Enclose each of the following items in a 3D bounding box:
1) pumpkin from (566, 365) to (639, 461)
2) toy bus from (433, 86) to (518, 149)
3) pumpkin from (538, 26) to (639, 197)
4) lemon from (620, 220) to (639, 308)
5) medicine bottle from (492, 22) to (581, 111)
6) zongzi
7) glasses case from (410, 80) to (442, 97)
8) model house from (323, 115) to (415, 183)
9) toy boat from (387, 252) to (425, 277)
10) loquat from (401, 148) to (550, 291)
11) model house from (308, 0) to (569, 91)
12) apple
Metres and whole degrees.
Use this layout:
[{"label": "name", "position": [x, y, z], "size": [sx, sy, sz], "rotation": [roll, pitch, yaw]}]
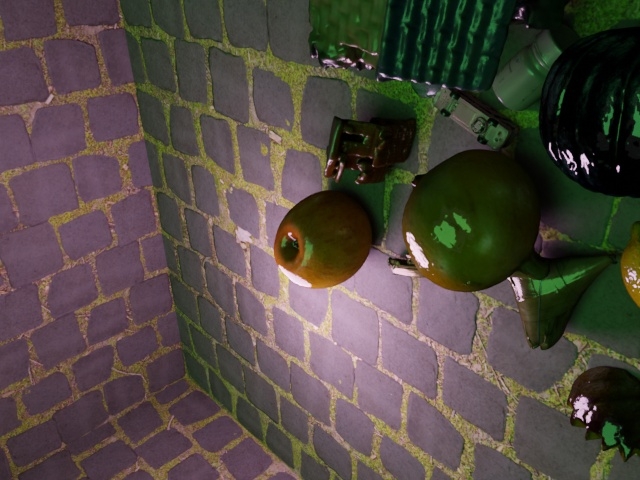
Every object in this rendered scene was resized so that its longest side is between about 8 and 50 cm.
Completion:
[{"label": "pumpkin", "position": [0.673, 0.391, 1.324], "size": [0.253, 0.130, 0.149], "rotation": [20, 126, 45]}, {"label": "toy bus", "position": [0.358, -0.287, 1.335], "size": [0.203, 0.090, 0.063], "rotation": [45, 129, 25]}, {"label": "pumpkin", "position": [0.548, -0.204, 0.931], "size": [0.363, 0.363, 0.266], "rotation": [25, 121, 40]}, {"label": "lemon", "position": [0.675, 0.068, 1.083], "size": [0.257, 0.188, 0.188], "rotation": [53, 142, 8]}, {"label": "medicine bottle", "position": [0.443, -0.351, 1.183], "size": [0.105, 0.105, 0.168], "rotation": [58, 144, 8]}, {"label": "zongzi", "position": [0.571, 0.139, 1.327], "size": [0.256, 0.115, 0.228], "rotation": [-9, 105, 43]}, {"label": "glasses case", "position": [0.245, -0.482, 1.376], "size": [0.109, 0.067, 0.283], "rotation": [11, 118, 53]}, {"label": "model house", "position": [0.130, -0.243, 1.564], "size": [0.229, 0.220, 0.200], "rotation": [5, 115, -1]}, {"label": "toy boat", "position": [0.279, 0.069, 1.673], "size": [0.206, 0.064, 0.072], "rotation": [2, 94, 48]}, {"label": "loquat", "position": [0.355, -0.027, 1.304], "size": [0.359, 0.328, 0.328], "rotation": [40, 138, 17]}, {"label": "model house", "position": [0.263, -0.465, 1.022], "size": [0.400, 0.445, 0.395], "rotation": [38, 136, 38]}, {"label": "apple", "position": [0.000, 0.000, 1.797], "size": [0.299, 0.275, 0.299], "rotation": [26, 125, 44]}]
